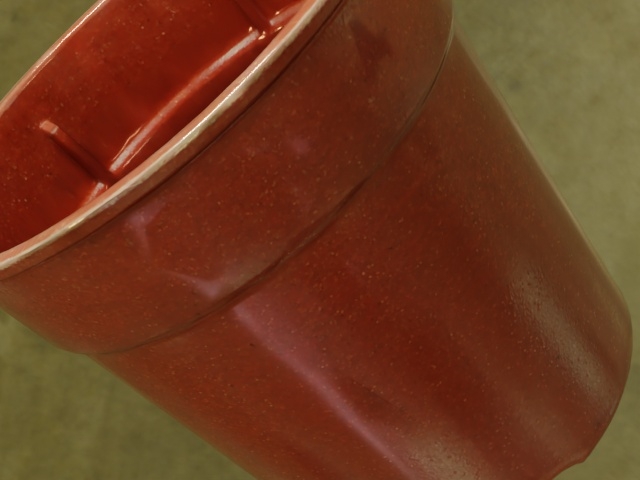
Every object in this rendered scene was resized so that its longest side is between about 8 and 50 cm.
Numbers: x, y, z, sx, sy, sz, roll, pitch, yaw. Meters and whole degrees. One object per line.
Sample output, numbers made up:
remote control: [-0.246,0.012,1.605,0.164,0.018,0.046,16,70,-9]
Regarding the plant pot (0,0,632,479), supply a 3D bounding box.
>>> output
plant pot: [0.000,0.000,0.572,0.272,0.265,0.272,-32,29,20]
